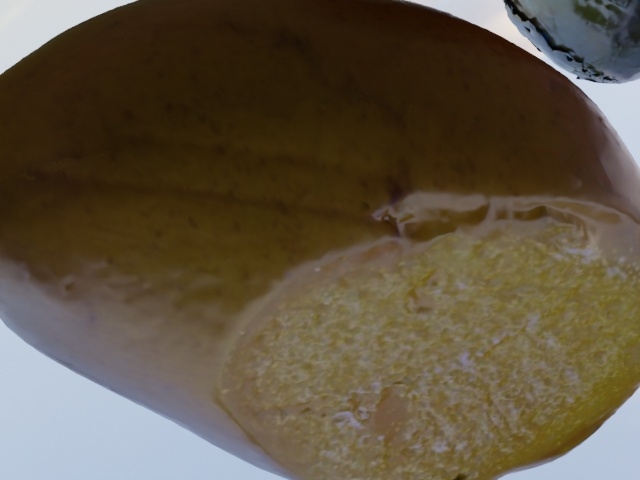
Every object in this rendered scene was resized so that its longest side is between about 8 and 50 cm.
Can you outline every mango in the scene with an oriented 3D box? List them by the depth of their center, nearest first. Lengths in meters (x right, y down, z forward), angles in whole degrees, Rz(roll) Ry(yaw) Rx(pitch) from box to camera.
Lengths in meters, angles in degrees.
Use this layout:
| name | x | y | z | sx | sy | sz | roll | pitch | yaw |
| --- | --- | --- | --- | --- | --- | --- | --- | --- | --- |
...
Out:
| name | x | y | z | sx | sy | sz | roll | pitch | yaw |
| --- | --- | --- | --- | --- | --- | --- | --- | --- | --- |
| mango | -0.002 | -0.002 | 0.367 | 0.217 | 0.141 | 0.102 | 9 | -160 | -25 |

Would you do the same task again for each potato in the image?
| name | x | y | z | sx | sy | sz | roll | pitch | yaw |
| --- | --- | --- | --- | --- | --- | --- | --- | --- | --- |
| potato | 0.079 | -0.142 | 0.465 | 0.054 | 0.198 | 0.119 | -19 | -135 | 6 |
